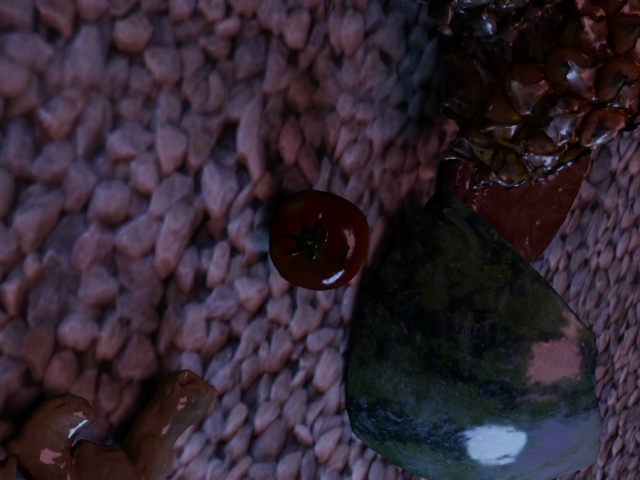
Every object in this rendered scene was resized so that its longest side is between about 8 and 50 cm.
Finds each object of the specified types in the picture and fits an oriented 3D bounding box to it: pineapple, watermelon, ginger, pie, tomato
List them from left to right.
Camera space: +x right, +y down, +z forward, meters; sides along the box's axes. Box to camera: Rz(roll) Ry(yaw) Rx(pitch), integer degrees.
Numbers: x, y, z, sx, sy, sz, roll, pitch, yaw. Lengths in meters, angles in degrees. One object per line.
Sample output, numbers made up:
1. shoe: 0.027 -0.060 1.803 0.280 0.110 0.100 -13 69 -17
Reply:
1. ginger: -0.179 0.171 0.861 0.258 0.065 0.149 -42 132 -26
2. tomato: 0.000 0.000 0.977 0.075 0.087 0.087 -23 127 -76
3. watermelon: 0.156 0.123 1.125 0.176 0.260 0.256 -12 139 -59
4. pineapple: 0.147 -0.222 0.981 0.272 0.262 0.262 48 68 -23
5. pie: 0.207 -0.072 1.205 0.204 0.054 0.219 34 80 -50
